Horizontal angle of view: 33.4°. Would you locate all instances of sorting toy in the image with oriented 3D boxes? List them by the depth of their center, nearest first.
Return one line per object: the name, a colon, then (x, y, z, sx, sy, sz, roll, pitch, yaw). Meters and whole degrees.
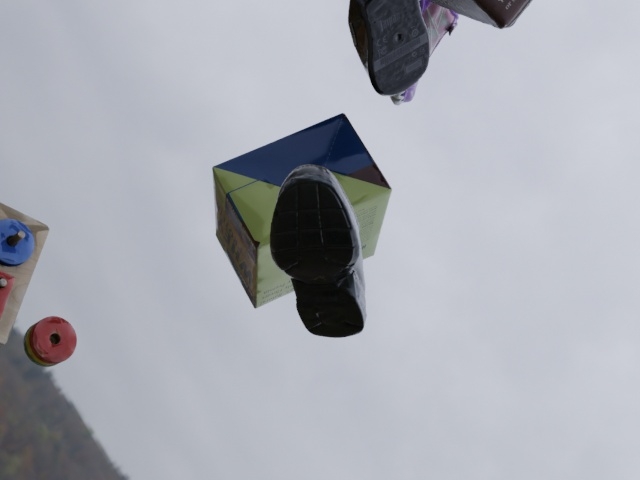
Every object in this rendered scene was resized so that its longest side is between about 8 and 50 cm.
sorting toy: (-0.335, 0.008, 0.991, 0.274, 0.132, 0.046, 29, -31, -26)

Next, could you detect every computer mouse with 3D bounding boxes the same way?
computer mouse: (0.102, -0.314, 1.315, 0.060, 0.184, 0.262, 44, -15, 40)

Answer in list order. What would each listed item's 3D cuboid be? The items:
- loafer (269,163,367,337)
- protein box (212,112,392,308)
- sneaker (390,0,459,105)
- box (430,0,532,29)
loafer: (0.000, 0.000, 0.750, 0.170, 0.062, 0.061, 83, 9, -52)
protein box: (-0.031, -0.038, 1.466, 0.136, 0.200, 0.201, 60, -16, 21)
sneaker: (0.138, -0.287, 1.446, 0.095, 0.105, 0.236, -115, -159, -43)
box: (0.112, -0.321, 0.922, 0.203, 0.167, 0.168, 36, 5, -29)
